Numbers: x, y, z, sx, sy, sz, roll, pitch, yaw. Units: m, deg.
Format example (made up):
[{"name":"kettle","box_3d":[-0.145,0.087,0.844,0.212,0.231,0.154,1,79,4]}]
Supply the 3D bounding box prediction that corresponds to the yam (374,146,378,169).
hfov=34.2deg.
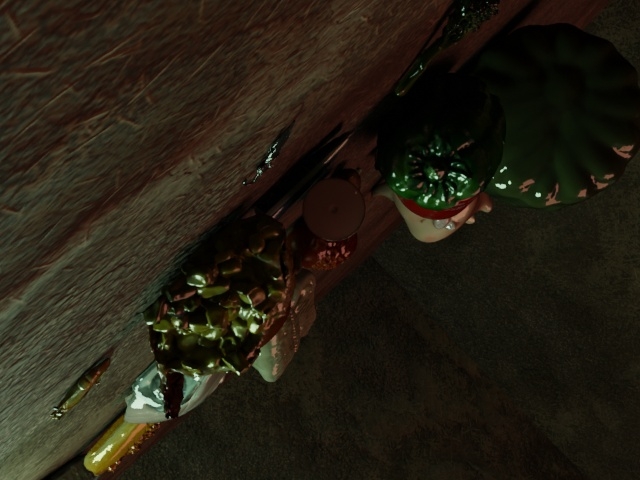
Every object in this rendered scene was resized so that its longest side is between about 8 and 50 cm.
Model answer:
[{"name":"yam","box_3d":[0.147,-0.155,1.930,0.084,0.084,0.127,-45,172,12]}]

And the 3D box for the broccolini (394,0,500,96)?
[{"name":"broccolini","box_3d":[0.160,-0.263,1.406,0.054,0.051,0.239,-55,-172,-34]}]

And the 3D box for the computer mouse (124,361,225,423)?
[{"name":"computer mouse","box_3d":[-0.216,0.223,1.987,0.389,0.115,0.199,-43,178,-3]}]

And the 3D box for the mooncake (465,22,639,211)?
[{"name":"mooncake","box_3d":[0.427,-0.231,1.970,0.356,0.356,0.194,-44,-177,-1]}]

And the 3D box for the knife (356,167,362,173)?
[{"name":"knife","box_3d":[0.014,-0.067,1.969,0.207,0.014,0.030,-48,168,29]}]

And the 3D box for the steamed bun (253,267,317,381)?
[{"name":"steamed bun","box_3d":[-0.107,0.158,2.169,0.211,0.144,0.218,-54,153,-36]}]

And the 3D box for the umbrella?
[{"name":"umbrella","box_3d":[-0.055,-0.099,1.190,0.022,0.013,0.122,-9,153,-42]}]

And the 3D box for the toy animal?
[{"name":"toy animal","box_3d":[0.287,-0.140,2.433,0.237,0.269,0.326,-47,-154,36]}]

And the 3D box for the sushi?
[{"name":"sushi","box_3d":[-0.136,0.092,1.374,0.296,0.167,0.179,-36,-164,20]}]

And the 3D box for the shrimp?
[{"name":"shrimp","box_3d":[-0.333,0.209,1.468,0.114,0.023,0.083,-47,178,0]}]

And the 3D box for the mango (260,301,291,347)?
[{"name":"mango","box_3d":[-0.150,0.131,1.709,0.289,0.129,0.146,-26,165,-46]}]

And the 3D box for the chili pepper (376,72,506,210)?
[{"name":"chili pepper","box_3d":[0.186,-0.175,1.669,0.213,0.167,0.385,-30,-168,19]}]

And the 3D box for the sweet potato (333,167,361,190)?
[{"name":"sweet potato","box_3d":[0.042,-0.088,1.800,0.065,0.051,0.218,-40,174,-17]}]

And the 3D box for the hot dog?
[{"name":"hot dog","box_3d":[-0.382,0.386,2.144,0.249,0.076,0.102,-47,173,-10]}]

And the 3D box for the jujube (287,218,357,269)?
[{"name":"jujube","box_3d":[0.000,0.000,1.921,0.176,0.109,0.112,-5,109,-66]}]

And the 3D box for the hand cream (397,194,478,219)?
[{"name":"hand cream","box_3d":[0.253,-0.148,2.179,0.193,0.193,0.125,-42,175,-22]}]

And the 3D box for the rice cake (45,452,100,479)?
[{"name":"rice cake","box_3d":[-0.538,0.505,2.025,0.070,0.064,0.399,-39,176,16]}]

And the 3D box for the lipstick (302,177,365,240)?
[{"name":"lipstick","box_3d":[0.021,-0.050,1.545,0.087,0.087,0.327,-44,-179,3]}]

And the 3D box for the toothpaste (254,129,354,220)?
[{"name":"toothpaste","box_3d":[-0.028,-0.081,1.416,0.197,0.035,0.057,-45,-171,-8]}]
